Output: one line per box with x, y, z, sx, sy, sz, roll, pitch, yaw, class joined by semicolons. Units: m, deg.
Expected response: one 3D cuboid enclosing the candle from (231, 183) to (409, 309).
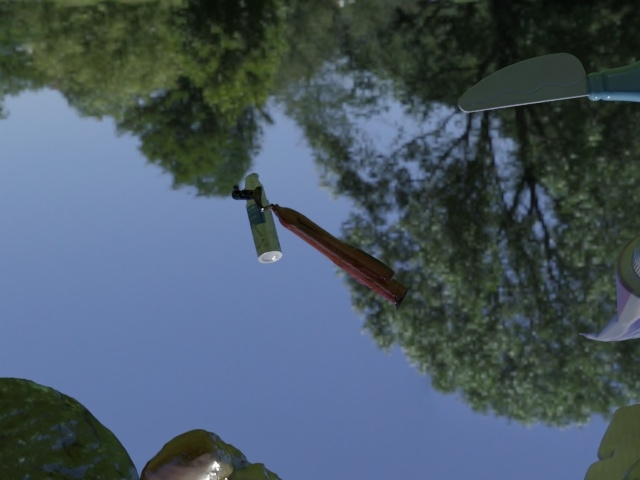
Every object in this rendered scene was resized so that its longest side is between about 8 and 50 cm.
0.001;-0.001;0.754;0.167;0.026;0.021;34;-171;-1;candle

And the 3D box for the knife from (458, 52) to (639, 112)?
0.265;-0.170;0.971;0.244;0.058;0.032;-3;-174;-5;knife

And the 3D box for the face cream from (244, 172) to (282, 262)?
-0.081;-0.033;1.246;0.034;0.130;0.034;-11;153;-6;face cream

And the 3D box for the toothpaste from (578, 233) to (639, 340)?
0.248;0.048;0.714;0.075;0.048;0.301;-31;159;3;toothpaste

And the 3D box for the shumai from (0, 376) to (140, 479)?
-0.411;0.381;1.053;0.323;0.324;0.397;-31;-140;39;shumai

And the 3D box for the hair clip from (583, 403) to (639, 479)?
0.159;0.122;0.382;0.101;0.085;0.331;-27;176;22;hair clip

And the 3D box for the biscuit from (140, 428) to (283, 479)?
-0.053;0.268;0.832;0.154;0.299;0.045;-32;-145;29;biscuit
